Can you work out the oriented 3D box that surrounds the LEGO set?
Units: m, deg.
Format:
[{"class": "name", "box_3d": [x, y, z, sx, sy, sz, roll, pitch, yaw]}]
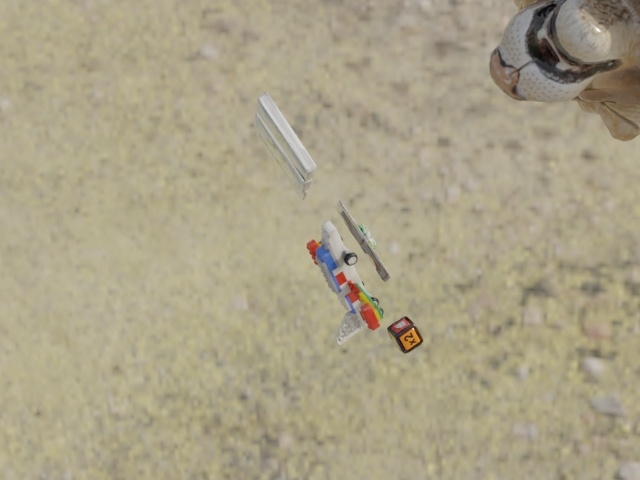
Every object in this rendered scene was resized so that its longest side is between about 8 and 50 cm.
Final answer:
[{"class": "LEGO set", "box_3d": [0.000, 0.000, 1.413, 0.060, 0.182, 0.244, -34, 87, -7]}]

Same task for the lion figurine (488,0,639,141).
[{"class": "lion figurine", "box_3d": [0.111, -0.244, 0.599, 0.142, 0.240, 0.392, -10, 82, -16]}]
